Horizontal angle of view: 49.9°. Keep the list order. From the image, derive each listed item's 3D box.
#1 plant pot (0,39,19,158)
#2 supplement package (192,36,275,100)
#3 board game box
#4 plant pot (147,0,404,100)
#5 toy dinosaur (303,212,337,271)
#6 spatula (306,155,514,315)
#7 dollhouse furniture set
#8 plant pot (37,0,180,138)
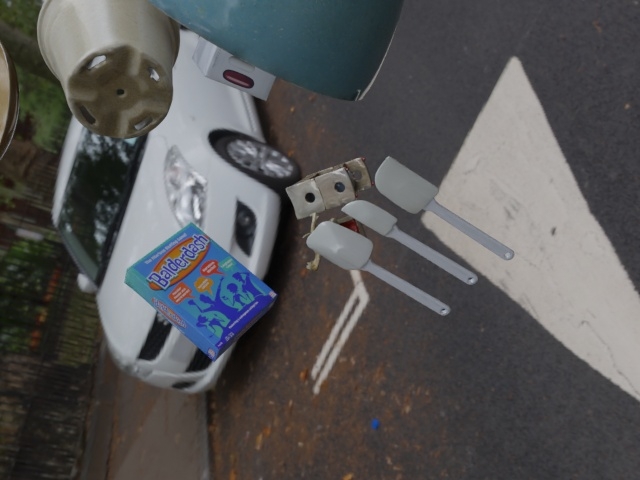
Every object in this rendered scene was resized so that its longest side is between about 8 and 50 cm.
[{"bbox_3d":[-0.526,-0.205,1.057,0.236,0.032,0.237,-2,87,36],"label":"plant pot"},{"bbox_3d":[-0.149,-0.464,1.466,0.262,0.145,0.204,-65,26,17],"label":"supplement package"},{"bbox_3d":[-0.204,0.083,1.184,0.160,0.210,0.047,-43,-13,-40],"label":"board game box"},{"bbox_3d":[-0.031,-0.284,0.594,0.195,0.290,0.290,-56,25,24],"label":"plant pot"},{"bbox_3d":[0.000,0.000,1.255,0.183,0.053,0.093,90,-172,-67],"label":"toy dinosaur"},{"bbox_3d":[0.121,0.008,0.888,0.168,0.242,0.019,-47,29,24],"label":"spatula"},{"bbox_3d":[0.043,-0.049,1.336,0.128,0.184,0.129,-17,10,23],"label":"dollhouse furniture set"},{"bbox_3d":[-0.463,-0.399,1.564,0.334,0.333,0.306,-61,35,28],"label":"plant pot"}]
